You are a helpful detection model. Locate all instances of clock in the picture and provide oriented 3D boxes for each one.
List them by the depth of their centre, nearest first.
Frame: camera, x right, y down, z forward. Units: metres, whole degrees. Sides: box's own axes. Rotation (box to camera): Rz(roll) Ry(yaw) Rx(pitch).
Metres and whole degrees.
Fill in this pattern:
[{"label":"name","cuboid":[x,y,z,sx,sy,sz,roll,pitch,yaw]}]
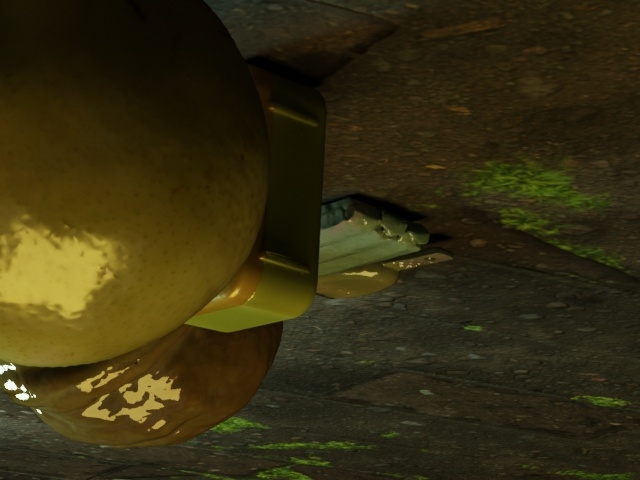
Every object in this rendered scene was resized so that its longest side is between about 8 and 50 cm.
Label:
[{"label":"clock","cuboid":[-0.072,-0.033,1.460,0.096,0.202,0.143,17,158,-41]}]

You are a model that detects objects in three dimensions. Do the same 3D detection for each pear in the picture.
[{"label":"pear","cuboid":[-0.189,-0.069,1.232,0.309,0.309,0.309,3,163,1]}]

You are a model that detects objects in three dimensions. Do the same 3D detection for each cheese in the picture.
[{"label":"cheese","cuboid":[0.064,0.029,1.908,0.192,0.037,0.097,-12,158,41]}]

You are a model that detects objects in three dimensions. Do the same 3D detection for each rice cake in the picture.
[{"label":"rice cake","cuboid":[0.000,-0.001,1.826,0.124,0.038,0.211,18,157,-38]}]

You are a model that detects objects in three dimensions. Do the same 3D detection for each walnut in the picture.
[{"label":"walnut","cuboid":[-0.182,0.060,1.669,0.285,0.285,0.296,-14,123,44]}]
